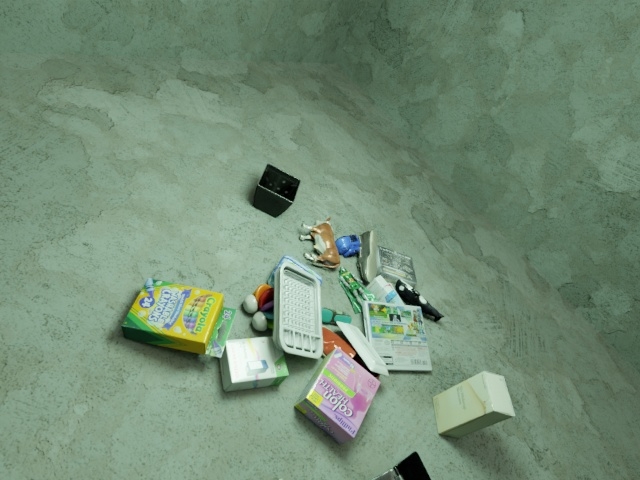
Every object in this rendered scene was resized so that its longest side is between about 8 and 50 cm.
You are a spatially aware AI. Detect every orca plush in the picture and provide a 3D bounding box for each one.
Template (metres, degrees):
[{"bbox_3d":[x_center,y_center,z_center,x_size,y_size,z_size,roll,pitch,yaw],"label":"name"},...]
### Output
[{"bbox_3d":[0.477,0.324,2.052,0.287,0.102,0.151,42,-4,-9],"label":"orca plush"}]

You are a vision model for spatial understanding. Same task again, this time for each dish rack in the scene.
[{"bbox_3d":[-0.093,0.272,1.546,0.285,0.072,0.333,32,50,-51],"label":"dish rack"}]

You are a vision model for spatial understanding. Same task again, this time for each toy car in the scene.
[{"bbox_3d":[-0.198,0.253,1.586,0.159,0.136,0.182,-12,60,-41],"label":"toy car"}]

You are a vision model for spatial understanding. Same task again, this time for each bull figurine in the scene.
[{"bbox_3d":[0.000,0.000,1.984,0.188,0.101,0.311,2,48,-27],"label":"bull figurine"}]

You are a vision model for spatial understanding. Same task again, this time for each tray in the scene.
[{"bbox_3d":[0.176,0.431,1.657,0.145,0.030,0.270,31,13,-45],"label":"tray"}]

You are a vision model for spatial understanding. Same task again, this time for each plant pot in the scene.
[{"bbox_3d":[-0.228,-0.228,1.984,0.187,0.167,0.188,26,43,-12],"label":"plant pot"}]

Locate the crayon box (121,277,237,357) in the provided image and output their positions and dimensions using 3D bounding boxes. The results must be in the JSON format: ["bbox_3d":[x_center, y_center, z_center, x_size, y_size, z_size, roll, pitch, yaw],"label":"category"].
[{"bbox_3d":[-0.464,0.258,1.375,0.322,0.083,0.203,13,44,-3],"label":"crayon box"}]

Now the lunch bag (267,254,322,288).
[{"bbox_3d":[-0.107,0.173,1.761,0.218,0.090,0.176,35,38,-4],"label":"lunch bag"}]

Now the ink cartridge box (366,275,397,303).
[{"bbox_3d":[0.288,0.240,1.930,0.052,0.089,0.122,-25,69,-45],"label":"ink cartridge box"}]

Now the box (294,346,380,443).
[{"bbox_3d":[0.065,0.560,1.484,0.213,0.117,0.243,40,48,2],"label":"box"}]

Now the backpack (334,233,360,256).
[{"bbox_3d":[0.132,0.027,2.050,0.120,0.098,0.101,-5,59,-38],"label":"backpack"}]

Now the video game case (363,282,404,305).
[{"bbox_3d":[0.339,0.344,1.957,0.203,0.025,0.285,-8,58,-39],"label":"video game case"}]

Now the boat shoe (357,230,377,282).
[{"bbox_3d":[0.231,0.088,2.084,0.112,0.095,0.335,55,33,-37],"label":"boat shoe"}]

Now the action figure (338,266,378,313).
[{"bbox_3d":[0.157,0.217,1.919,0.137,0.064,0.232,-22,61,-29],"label":"action figure"}]

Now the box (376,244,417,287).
[{"bbox_3d":[0.392,0.140,2.156,0.230,0.056,0.183,18,45,-20],"label":"box"}]

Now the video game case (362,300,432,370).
[{"bbox_3d":[0.344,0.432,1.829,0.328,0.036,0.300,10,60,-27],"label":"video game case"}]

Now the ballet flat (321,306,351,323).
[{"bbox_3d":[0.044,0.323,1.753,0.188,0.070,0.070,21,43,-23],"label":"ballet flat"}]

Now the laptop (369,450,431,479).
[{"bbox_3d":[0.264,0.973,1.336,0.407,0.236,0.382,25,34,-58],"label":"laptop"}]

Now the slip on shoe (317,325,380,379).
[{"bbox_3d":[0.105,0.458,1.635,0.331,0.101,0.123,41,43,7],"label":"slip on shoe"}]

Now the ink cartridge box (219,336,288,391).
[{"bbox_3d":[-0.237,0.431,1.430,0.212,0.093,0.155,3,51,-30],"label":"ink cartridge box"}]

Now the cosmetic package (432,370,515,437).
[{"bbox_3d":[0.601,0.663,1.628,0.113,0.309,0.160,20,43,-19],"label":"cosmetic package"}]

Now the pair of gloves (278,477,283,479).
[{"bbox_3d":[-0.120,0.851,1.166,0.204,0.042,0.240,45,43,4],"label":"pair of gloves"}]
